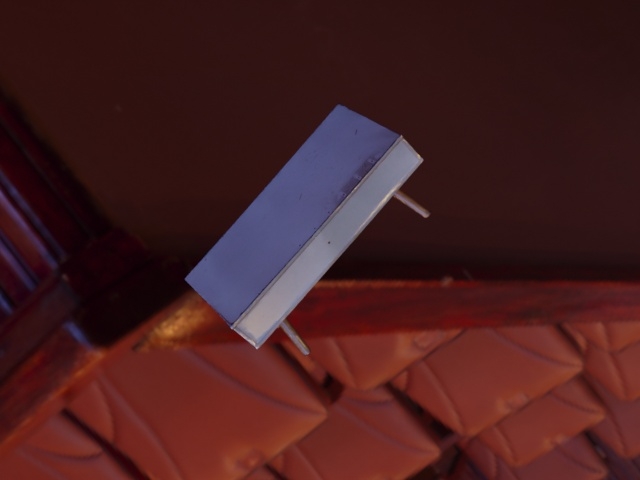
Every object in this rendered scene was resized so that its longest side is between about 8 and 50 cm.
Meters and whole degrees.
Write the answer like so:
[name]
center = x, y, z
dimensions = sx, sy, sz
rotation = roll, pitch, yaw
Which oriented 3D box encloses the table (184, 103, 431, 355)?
[table]
center = 0.000, 0.000, 1.042
dimensions = 0.240, 0.111, 0.121
rotation = -49, -144, -3
